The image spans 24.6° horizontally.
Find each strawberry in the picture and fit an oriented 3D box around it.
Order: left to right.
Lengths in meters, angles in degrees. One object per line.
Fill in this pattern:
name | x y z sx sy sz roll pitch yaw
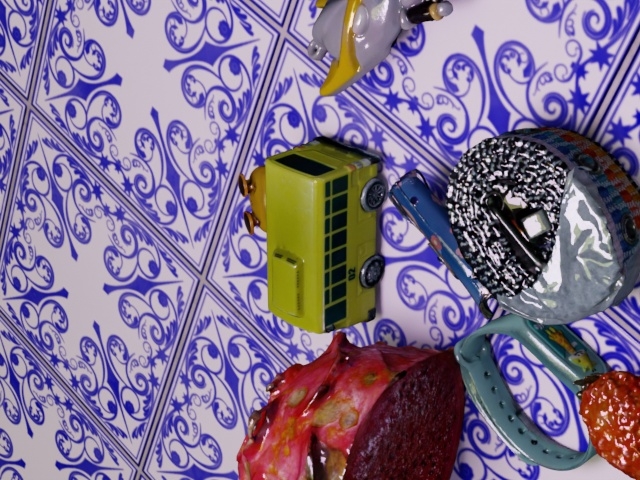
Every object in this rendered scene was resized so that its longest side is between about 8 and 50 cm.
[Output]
strawberry | 0.401 0.250 1.760 0.236 0.107 0.175 23 143 26

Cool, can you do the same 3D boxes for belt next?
belt | 0.282 -0.020 1.795 0.257 0.150 0.207 52 127 15

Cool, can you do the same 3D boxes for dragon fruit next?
dragon fruit | 0.032 0.286 2.013 0.249 0.386 0.371 19 147 27

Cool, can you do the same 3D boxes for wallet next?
wallet | 0.174 0.005 1.936 0.202 0.059 0.141 52 180 19

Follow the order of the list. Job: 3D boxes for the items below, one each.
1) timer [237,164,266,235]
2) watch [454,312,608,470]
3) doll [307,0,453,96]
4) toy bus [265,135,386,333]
timer | -0.061 -0.064 2.193 0.107 0.109 0.107 169 90 -77
watch | 0.285 0.192 1.949 0.237 0.068 0.195 43 136 20
doll | 0.085 -0.302 1.915 0.316 0.103 0.146 -24 85 43
toy bus | 0.000 0.000 2.095 0.128 0.150 0.262 23 123 40
